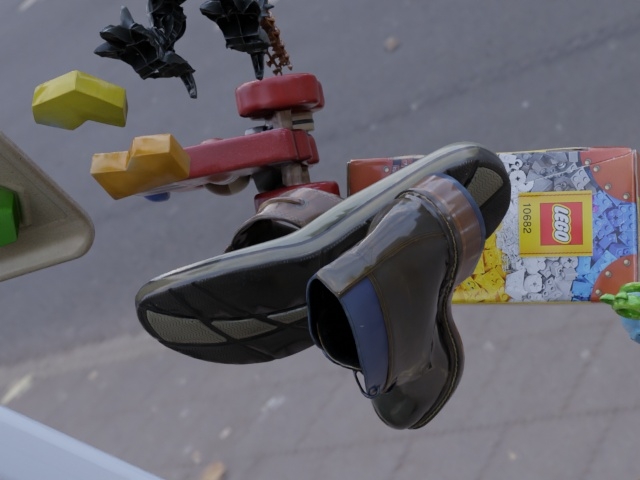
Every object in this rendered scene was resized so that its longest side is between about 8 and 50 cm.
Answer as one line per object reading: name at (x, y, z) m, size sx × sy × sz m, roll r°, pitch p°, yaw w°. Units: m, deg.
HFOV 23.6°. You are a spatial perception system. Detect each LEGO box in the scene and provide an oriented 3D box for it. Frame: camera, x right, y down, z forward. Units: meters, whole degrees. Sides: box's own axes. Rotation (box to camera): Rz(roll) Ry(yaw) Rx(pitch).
LEGO box at (0.286, -0.006, 2.119) m, size 0.372 × 0.193 × 0.500 m, roll -1°, pitch -2°, yaw 19°

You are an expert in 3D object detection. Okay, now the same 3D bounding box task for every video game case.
video game case at (-0.125, 0.133, 0.810) m, size 0.036 × 0.329 × 0.300 m, roll -65°, pitch 5°, yaw -13°

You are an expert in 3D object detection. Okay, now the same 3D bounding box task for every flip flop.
flip flop at (0.000, 0.000, 1.085) m, size 0.277 × 0.112 × 0.080 m, roll -28°, pitch 47°, yaw 2°

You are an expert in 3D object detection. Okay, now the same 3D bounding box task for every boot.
boot at (0.031, 0.060, 0.945) m, size 0.106 × 0.219 × 0.082 m, roll -31°, pitch 55°, yaw -30°

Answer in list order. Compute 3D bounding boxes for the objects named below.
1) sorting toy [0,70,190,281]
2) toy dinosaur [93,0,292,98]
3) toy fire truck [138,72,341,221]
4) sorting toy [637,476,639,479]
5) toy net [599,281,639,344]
sorting toy at (-0.260, -0.044, 1.051) m, size 0.307 × 0.229 × 0.041 m, roll -16°, pitch 48°, yaw 21°
toy dinosaur at (-0.107, -0.269, 1.482) m, size 0.164 × 0.322 × 0.218 m, roll -32°, pitch 43°, yaw 39°
toy fire truck at (-0.113, -0.098, 1.895) m, size 0.254 × 0.169 × 0.302 m, roll -9°, pitch 1°, yaw 3°
sorting toy at (0.261, 0.327, 1.595) m, size 0.365 × 0.127 × 0.126 m, roll -39°, pitch 25°, yaw 47°
toy net at (0.351, 0.070, 1.255) m, size 0.232 × 0.122 × 0.045 m, roll 10°, pitch 69°, yaw 22°
